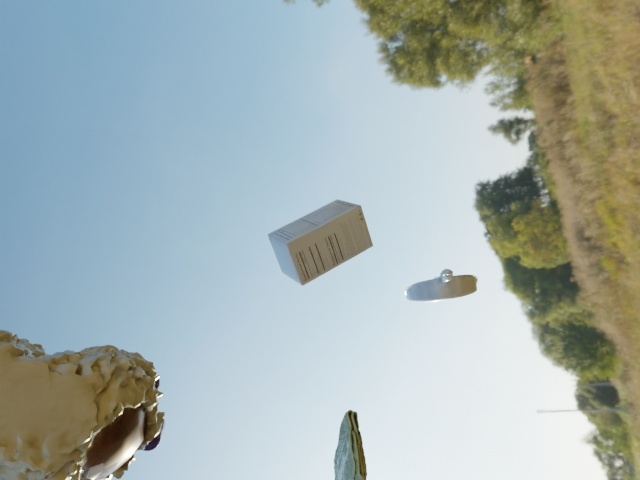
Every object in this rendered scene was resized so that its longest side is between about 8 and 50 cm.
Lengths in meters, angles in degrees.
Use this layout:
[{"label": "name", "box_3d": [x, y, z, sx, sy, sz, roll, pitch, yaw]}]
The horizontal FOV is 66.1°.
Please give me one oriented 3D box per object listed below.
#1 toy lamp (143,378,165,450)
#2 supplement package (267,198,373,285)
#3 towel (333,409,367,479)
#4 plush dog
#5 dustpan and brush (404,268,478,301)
[{"label": "toy lamp", "box_3d": [-0.422, 0.417, 1.204, 0.080, 0.080, 0.274, 68, 167, -17]}, {"label": "supplement package", "box_3d": [0.000, 0.000, 1.386, 0.244, 0.139, 0.134, -28, -67, -20]}, {"label": "towel", "box_3d": [0.038, 0.322, 0.692, 0.110, 0.027, 0.148, -96, 11, -55]}, {"label": "plush dog", "box_3d": [-0.261, 0.135, 0.325, 0.262, 0.225, 0.210, -35, -106, -31]}, {"label": "dustpan and brush", "box_3d": [0.234, 0.082, 0.933, 0.211, 0.147, 0.060, 17, -116, -82]}]
